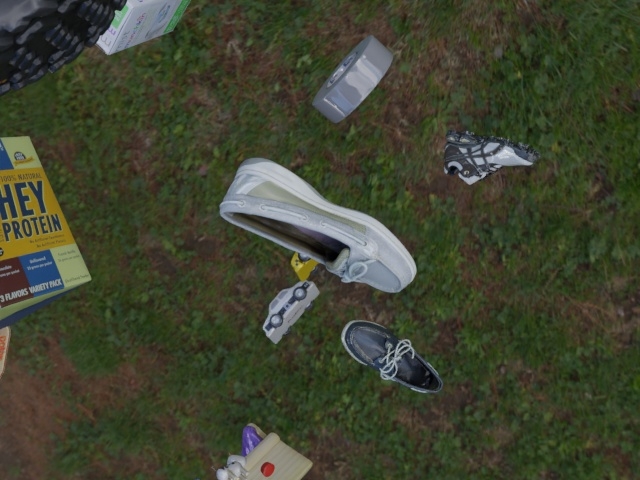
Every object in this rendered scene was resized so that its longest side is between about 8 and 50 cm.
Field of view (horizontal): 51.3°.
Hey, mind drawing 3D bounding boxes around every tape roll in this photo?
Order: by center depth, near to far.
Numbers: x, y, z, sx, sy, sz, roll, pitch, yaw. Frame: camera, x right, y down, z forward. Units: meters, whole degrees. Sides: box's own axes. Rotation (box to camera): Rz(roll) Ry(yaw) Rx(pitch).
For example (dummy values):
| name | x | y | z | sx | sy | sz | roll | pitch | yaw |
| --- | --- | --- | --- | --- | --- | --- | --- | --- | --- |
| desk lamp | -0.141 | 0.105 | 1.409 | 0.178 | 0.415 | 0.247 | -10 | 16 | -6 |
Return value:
| name | x | y | z | sx | sy | sz | roll | pitch | yaw |
| --- | --- | --- | --- | --- | --- | --- | --- | --- | --- |
| tape roll | 0.077 | -0.391 | 1.617 | 0.072 | 0.219 | 0.219 | 38 | 118 | -15 |

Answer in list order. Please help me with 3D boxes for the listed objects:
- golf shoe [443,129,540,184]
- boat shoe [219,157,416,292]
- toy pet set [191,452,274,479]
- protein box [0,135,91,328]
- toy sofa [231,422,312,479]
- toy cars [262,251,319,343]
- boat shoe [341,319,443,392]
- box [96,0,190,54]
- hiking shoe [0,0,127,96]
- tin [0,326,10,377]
| name | x | y | z | sx | sy | sz | roll | pitch | yaw |
| --- | --- | --- | --- | --- | --- | --- | --- | --- | --- |
| golf shoe | 0.299 | -0.140 | 1.182 | 0.077 | 0.198 | 0.093 | 9 | 98 | -35 |
| boat shoe | 0.000 | -0.002 | 1.010 | 0.320 | 0.103 | 0.118 | 33 | 148 | -16 |
| toy pet set | -0.119 | 0.286 | 0.700 | 0.065 | 0.114 | 0.122 | 18 | 100 | 45 |
| protein box | -0.433 | 0.006 | 0.830 | 0.200 | 0.136 | 0.201 | -25 | 88 | 30 |
| toy sofa | -0.153 | 0.588 | 1.445 | 0.177 | 0.150 | 0.362 | 28 | 126 | 23 |
| toy cars | -0.056 | 0.090 | 1.732 | 0.087 | 0.176 | 0.393 | 36 | 118 | 24 |
| boat shoe | 0.153 | 0.248 | 1.390 | 0.254 | 0.079 | 0.095 | 40 | 77 | -24 |
| box | -0.419 | -0.513 | 1.292 | 0.262 | 0.231 | 0.127 | 43 | 125 | -3 |
| hiking shoe | -0.187 | -0.120 | 0.312 | 0.227 | 0.086 | 0.114 | -42 | 97 | -18 |
| tin | -0.717 | 0.241 | 1.405 | 0.040 | 0.106 | 0.189 | 32 | 114 | 30 |
